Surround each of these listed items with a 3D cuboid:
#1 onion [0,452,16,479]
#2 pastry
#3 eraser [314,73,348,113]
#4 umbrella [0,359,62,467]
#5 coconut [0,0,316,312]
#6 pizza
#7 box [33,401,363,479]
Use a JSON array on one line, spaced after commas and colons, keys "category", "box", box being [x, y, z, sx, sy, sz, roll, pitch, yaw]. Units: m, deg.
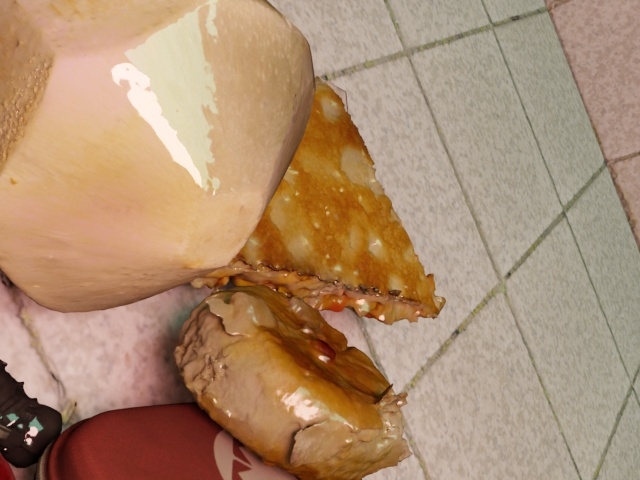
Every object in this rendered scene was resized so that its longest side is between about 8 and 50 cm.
[{"category": "onion", "box": [-0.307, 0.219, 0.482, 0.247, 0.190, 0.246, 0, 89, -13]}, {"category": "pastry", "box": [-0.024, 0.137, 0.808, 0.257, 0.120, 0.236, 20, 20, -50]}, {"category": "eraser", "box": [0.007, -0.182, 1.223, 0.104, 0.023, 0.150, 18, 61, -48]}, {"category": "umbrella", "box": [-0.334, 0.071, 0.597, 0.357, 0.106, 0.113, 49, 61, -32]}, {"category": "coconut", "box": [-0.167, -0.101, 0.701, 0.353, 0.353, 0.352, 25, 56, -45]}, {"category": "pizza", "box": [0.000, 0.000, 1.032, 0.406, 0.130, 0.439, 44, 39, -17]}, {"category": "box", "box": [-0.080, 0.264, 0.743, 0.263, 0.108, 0.404, 48, 16, 26]}]
